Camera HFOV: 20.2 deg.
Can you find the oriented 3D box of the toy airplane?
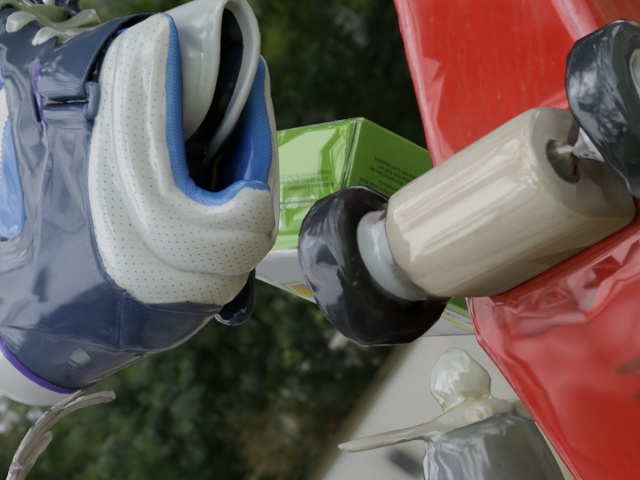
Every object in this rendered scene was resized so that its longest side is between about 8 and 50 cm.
[{"bbox_3d":[0.188,0.078,0.679,0.272,0.386,0.384,-37,-41,-56],"label":"toy airplane"}]

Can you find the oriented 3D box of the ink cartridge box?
[{"bbox_3d":[0.000,0.000,1.292,0.255,0.189,0.097,-6,66,48],"label":"ink cartridge box"}]

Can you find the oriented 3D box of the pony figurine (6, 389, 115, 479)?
[{"bbox_3d":[-0.195,0.263,0.858,0.303,0.363,0.351,59,-144,-63],"label":"pony figurine"}]

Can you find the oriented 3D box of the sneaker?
[{"bbox_3d":[-0.117,-0.093,0.958,0.130,0.323,0.236,9,-35,-46],"label":"sneaker"}]
